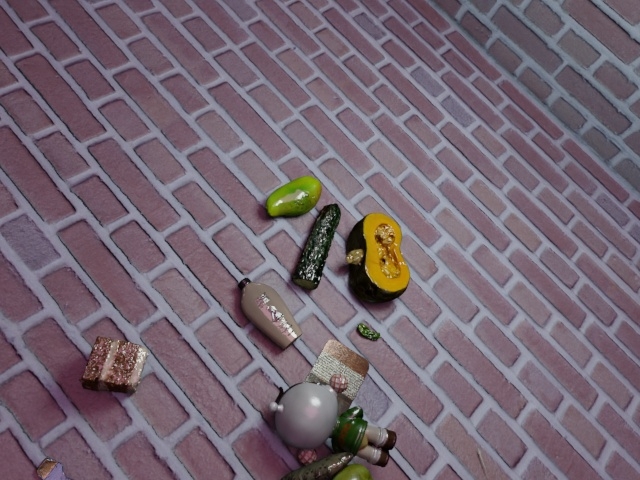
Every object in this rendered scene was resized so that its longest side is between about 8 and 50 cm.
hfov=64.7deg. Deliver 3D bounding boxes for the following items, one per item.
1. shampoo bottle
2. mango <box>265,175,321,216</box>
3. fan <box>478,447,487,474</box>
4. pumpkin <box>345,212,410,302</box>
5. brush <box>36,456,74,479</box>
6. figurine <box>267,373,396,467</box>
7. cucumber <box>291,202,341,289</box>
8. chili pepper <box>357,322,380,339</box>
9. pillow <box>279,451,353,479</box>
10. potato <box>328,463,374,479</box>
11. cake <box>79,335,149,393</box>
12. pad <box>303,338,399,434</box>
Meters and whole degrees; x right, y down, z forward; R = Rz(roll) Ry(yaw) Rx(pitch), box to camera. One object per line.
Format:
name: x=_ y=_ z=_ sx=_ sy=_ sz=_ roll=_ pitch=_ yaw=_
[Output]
shampoo bottle: x=-0.168 y=0.222 z=1.599 sx=0.127 sy=0.078 sz=0.257 roll=-38 pitch=78 yaw=-26
mango: x=-0.093 y=-0.146 z=1.792 sx=0.233 sy=0.111 sz=0.125 roll=-33 pitch=74 yaw=-28
fan: x=0.542 y=0.808 z=1.573 sx=0.182 sy=0.010 sz=0.309 roll=-5 pitch=69 yaw=-21
pumpkin: x=0.180 y=0.061 z=1.760 sx=0.222 sy=0.139 sz=0.316 roll=5 pitch=64 yaw=-19
brush: x=-0.642 y=0.612 z=1.283 sx=0.164 sy=0.014 sz=0.051 roll=32 pitch=60 yaw=-2
figurine: x=0.027 y=0.523 z=1.432 sx=0.370 sy=0.167 sz=0.281 roll=24 pitch=89 yaw=0
cucumber: x=0.000 y=0.000 z=1.757 sx=0.096 sy=0.096 sz=0.359 roll=23 pitch=61 yaw=-6
chili pepper: x=0.160 y=0.307 z=1.692 sx=0.091 sy=0.030 sz=0.034 roll=30 pitch=34 yaw=-4
pillow: x=-0.022 y=0.631 z=1.362 sx=0.241 sy=0.093 sz=0.051 roll=-27 pitch=82 yaw=14
potato: x=0.053 y=0.723 z=1.351 sx=0.149 sy=0.186 sz=0.253 roll=27 pitch=85 yaw=34
cake: x=-0.557 y=0.348 z=1.379 sx=0.147 sy=0.135 sz=0.134 roll=20 pitch=59 yaw=-14
pad: x=0.115 y=0.479 z=1.575 sx=0.324 sy=0.055 sz=0.250 roll=24 pitch=57 yaw=15
